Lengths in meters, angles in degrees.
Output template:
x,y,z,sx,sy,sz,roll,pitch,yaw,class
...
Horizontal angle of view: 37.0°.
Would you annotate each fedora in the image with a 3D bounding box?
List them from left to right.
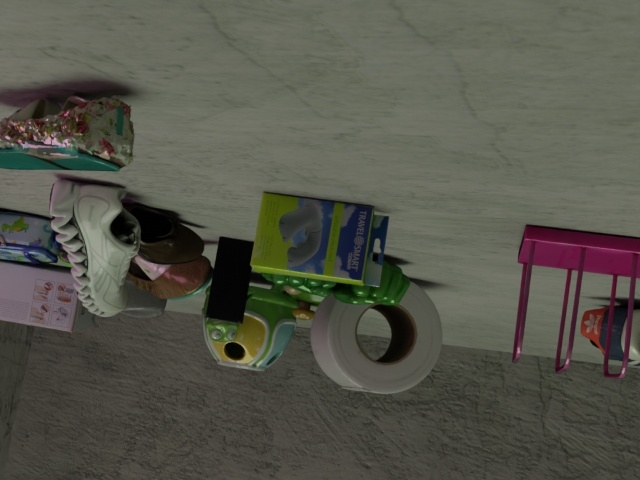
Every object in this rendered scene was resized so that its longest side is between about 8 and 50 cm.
x,y,z,sx,sy,sz,roll,pitch,yaw,class
-0.533,0.147,2.679,0.275,0.124,0.244,6,170,17,fedora

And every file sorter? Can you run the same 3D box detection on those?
x,y,z,sx,sy,sz,roll,pitch,yaw,class
0.418,0.103,1.334,0.291,0.182,0.202,7,171,10,file sorter

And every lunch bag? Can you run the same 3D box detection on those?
x,y,z,sx,sy,sz,roll,pitch,yaw,class
-0.625,-0.004,1.967,0.176,0.090,0.219,7,172,-8,lunch bag

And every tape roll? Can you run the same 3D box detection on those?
x,y,z,sx,sy,sz,roll,pitch,yaw,class
0.114,0.198,2.013,0.246,0.246,0.169,11,170,-12,tape roll

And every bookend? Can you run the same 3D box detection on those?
x,y,z,sx,sy,sz,roll,pitch,yaw,class
-0.174,0.085,1.863,0.072,0.157,0.156,10,170,-4,bookend

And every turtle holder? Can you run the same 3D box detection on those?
x,y,z,sx,sy,sz,roll,pitch,yaw,class
-0.173,0.201,2.351,0.243,0.227,0.320,12,171,-13,turtle holder

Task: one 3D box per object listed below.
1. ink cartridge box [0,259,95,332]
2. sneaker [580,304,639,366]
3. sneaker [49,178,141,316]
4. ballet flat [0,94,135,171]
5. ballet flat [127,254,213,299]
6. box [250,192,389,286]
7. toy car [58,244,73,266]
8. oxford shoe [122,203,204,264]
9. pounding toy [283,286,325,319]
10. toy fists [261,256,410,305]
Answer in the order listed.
x,y,z,sx,sy,sz,roll,pitch,yaw,class
-0.660,0.110,2.136,0.310,0.130,0.272,9,179,-1,ink cartridge box
0.638,0.197,1.930,0.148,0.131,0.350,10,168,41,sneaker
-0.341,0.020,1.532,0.118,0.110,0.292,-5,140,0,sneaker
-0.274,-0.112,1.003,0.241,0.077,0.091,4,169,38,ballet flat
-0.339,0.048,1.983,0.124,0.116,0.342,43,164,-22,ballet flat
0.000,0.000,1.327,0.178,0.109,0.042,7,169,7,box
-0.652,0.031,2.306,0.225,0.053,0.239,8,171,9,toy car
-0.271,-0.006,1.638,0.096,0.082,0.227,-1,167,37,oxford shoe
-0.004,0.146,2.219,0.183,0.110,0.237,8,171,3,pounding toy
0.026,0.064,1.741,0.279,0.096,0.142,14,169,-22,toy fists
